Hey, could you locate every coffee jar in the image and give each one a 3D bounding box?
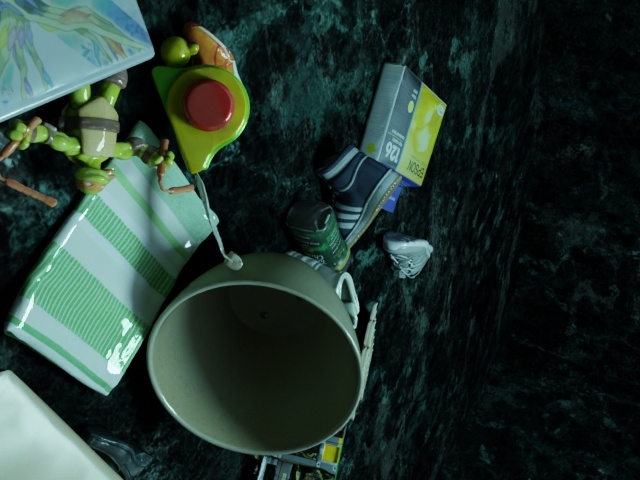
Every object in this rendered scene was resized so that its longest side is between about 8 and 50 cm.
[{"bbox_3d":[0.000,0.000,1.386,0.079,0.096,0.184,-64,151,-25],"label":"coffee jar"}]

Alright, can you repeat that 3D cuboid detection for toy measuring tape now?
[{"bbox_3d":[-0.136,-0.127,0.954,0.121,0.121,0.330,-34,110,-50],"label":"toy measuring tape"}]

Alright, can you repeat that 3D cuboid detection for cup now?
[{"bbox_3d":[-0.090,0.150,1.128,0.237,0.331,0.331,-78,171,-62],"label":"cup"}]

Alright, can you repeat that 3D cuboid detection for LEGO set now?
[{"bbox_3d":[-0.052,0.469,1.524,0.255,0.192,0.331,86,17,-73],"label":"LEGO set"}]

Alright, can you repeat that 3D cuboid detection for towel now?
[{"bbox_3d":[-0.279,0.034,0.962,0.325,0.038,0.248,-61,149,-22],"label":"towel"}]

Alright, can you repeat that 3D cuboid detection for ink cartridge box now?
[{"bbox_3d":[0.190,-0.229,1.638,0.303,0.072,0.307,13,92,-63],"label":"ink cartridge box"}]

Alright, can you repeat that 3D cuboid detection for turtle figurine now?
[{"bbox_3d":[-0.264,-0.147,0.829,0.269,0.087,0.217,1,95,-48],"label":"turtle figurine"}]

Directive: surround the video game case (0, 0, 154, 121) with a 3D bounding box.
[{"bbox_3d":[-0.327,-0.266,0.627,0.329,0.036,0.300,-42,125,-44],"label":"video game case"}]

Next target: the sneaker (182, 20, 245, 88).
[{"bbox_3d":[-0.158,-0.241,1.001,0.067,0.064,0.175,-50,143,-19],"label":"sneaker"}]

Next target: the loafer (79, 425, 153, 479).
[{"bbox_3d":[-0.317,0.330,1.037,0.061,0.062,0.170,-56,147,-19],"label":"loafer"}]

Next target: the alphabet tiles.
[{"bbox_3d":[0.115,0.311,1.747,0.284,0.021,0.278,85,18,-63],"label":"alphabet tiles"}]

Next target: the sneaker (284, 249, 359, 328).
[{"bbox_3d":[-0.011,0.178,1.393,0.108,0.169,0.292,-36,137,-51],"label":"sneaker"}]

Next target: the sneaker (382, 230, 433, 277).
[{"bbox_3d":[0.237,0.048,1.835,0.281,0.105,0.115,20,88,-63],"label":"sneaker"}]

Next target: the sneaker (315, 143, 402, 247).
[{"bbox_3d":[0.048,-0.087,1.447,0.099,0.153,0.282,-49,175,-42],"label":"sneaker"}]

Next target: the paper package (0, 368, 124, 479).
[{"bbox_3d":[-0.376,0.331,0.714,0.309,0.168,0.325,-57,135,-37],"label":"paper package"}]
